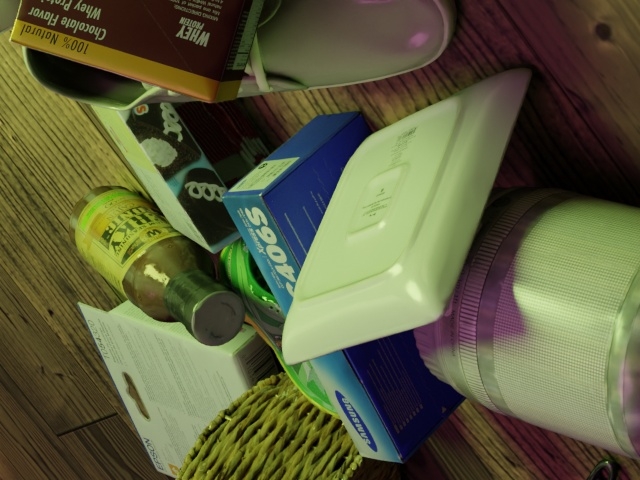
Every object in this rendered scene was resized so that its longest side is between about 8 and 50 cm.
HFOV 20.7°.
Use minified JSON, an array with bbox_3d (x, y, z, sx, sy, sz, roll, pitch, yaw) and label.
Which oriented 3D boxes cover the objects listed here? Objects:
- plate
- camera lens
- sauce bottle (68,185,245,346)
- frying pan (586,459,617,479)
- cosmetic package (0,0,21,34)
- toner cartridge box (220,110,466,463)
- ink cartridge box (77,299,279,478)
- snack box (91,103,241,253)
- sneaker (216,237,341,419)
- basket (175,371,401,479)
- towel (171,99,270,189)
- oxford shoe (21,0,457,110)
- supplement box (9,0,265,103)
[{"bbox_3d":[0.068,-0.027,1.665,0.045,0.278,0.277,33,153,-20],"label":"plate"},{"bbox_3d":[0.250,0.072,1.599,0.274,0.219,0.219,16,136,40],"label":"camera lens"},{"bbox_3d":[-0.194,0.031,2.104,0.344,0.111,0.111,33,148,53],"label":"sauce bottle"},{"bbox_3d":[0.301,0.370,2.026,0.197,0.053,0.326,48,151,-2],"label":"frying pan"},{"bbox_3d":[-0.481,-0.353,2.024,0.296,0.153,0.129,48,155,28],"label":"cosmetic package"},{"bbox_3d":[0.043,0.051,1.878,0.075,0.165,0.348,1,125,51],"label":"toner cartridge box"},{"bbox_3d":[-0.156,0.225,2.391,0.330,0.071,0.324,17,137,44],"label":"ink cartridge box"},{"bbox_3d":[-0.205,-0.141,1.943,0.322,0.060,0.187,57,170,-18],"label":"snack box"},{"bbox_3d":[-0.006,0.099,2.037,0.295,0.109,0.123,43,151,9],"label":"sneaker"},{"bbox_3d":[-0.050,0.338,2.153,0.213,0.299,0.223,18,138,26],"label":"basket"},{"bbox_3d":[-0.211,-0.186,2.048,0.329,0.037,0.237,53,148,-9],"label":"towel"},{"bbox_3d":[-0.092,-0.195,1.689,0.449,0.130,0.169,2,130,16],"label":"oxford shoe"},{"bbox_3d":[-0.147,-0.241,1.556,0.191,0.194,0.129,17,-173,4],"label":"supplement box"}]
